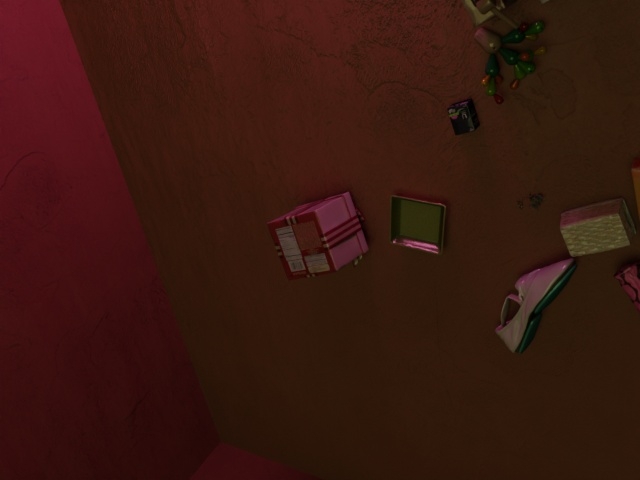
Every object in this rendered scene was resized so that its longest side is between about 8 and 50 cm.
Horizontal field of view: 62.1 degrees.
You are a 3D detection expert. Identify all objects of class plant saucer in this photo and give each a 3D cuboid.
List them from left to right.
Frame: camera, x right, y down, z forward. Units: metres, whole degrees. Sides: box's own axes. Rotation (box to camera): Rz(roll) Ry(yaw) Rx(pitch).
[{"bbox_3d":[0.325,-0.059,1.759,0.189,0.045,0.188,14,125,26],"label":"plant saucer"}]

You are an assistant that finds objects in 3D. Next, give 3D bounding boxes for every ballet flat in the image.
[{"bbox_3d":[0.650,0.191,1.663,0.139,0.139,0.399,26,130,17],"label":"ballet flat"}]

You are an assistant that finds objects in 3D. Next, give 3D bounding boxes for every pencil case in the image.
[{"bbox_3d":[0.887,0.159,1.445,0.095,0.098,0.209,-40,67,37],"label":"pencil case"}]

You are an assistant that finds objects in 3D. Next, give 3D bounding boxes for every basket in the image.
[{"bbox_3d":[0.754,-0.031,1.455,0.167,0.103,0.113,-17,107,40],"label":"basket"}]

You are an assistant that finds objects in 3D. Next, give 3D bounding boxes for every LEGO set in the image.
[{"bbox_3d":[0.617,-0.116,1.551,0.083,0.023,0.054,9,121,45],"label":"LEGO set"}]

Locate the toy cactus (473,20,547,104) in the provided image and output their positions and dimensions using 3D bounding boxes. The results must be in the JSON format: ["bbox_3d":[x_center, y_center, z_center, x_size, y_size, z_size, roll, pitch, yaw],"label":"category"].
[{"bbox_3d":[0.469,-0.479,1.371,0.180,0.112,0.219,44,142,15],"label":"toy cactus"}]

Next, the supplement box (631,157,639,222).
[{"bbox_3d":[0.859,-0.097,1.364,0.078,0.080,0.233,-6,113,36],"label":"supplement box"}]

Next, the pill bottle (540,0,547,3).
[{"bbox_3d":[0.508,-0.644,1.232,0.094,0.094,0.169,-24,103,41],"label":"pill bottle"}]

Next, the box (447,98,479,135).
[{"bbox_3d":[0.408,-0.351,1.513,0.062,0.052,0.083,-8,114,38],"label":"box"}]

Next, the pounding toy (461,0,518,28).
[{"bbox_3d":[0.393,-0.568,1.280,0.094,0.206,0.181,-25,103,41],"label":"pounding toy"}]

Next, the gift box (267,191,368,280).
[{"bbox_3d":[0.000,0.000,1.863,0.255,0.258,0.276,-7,106,36],"label":"gift box"}]
